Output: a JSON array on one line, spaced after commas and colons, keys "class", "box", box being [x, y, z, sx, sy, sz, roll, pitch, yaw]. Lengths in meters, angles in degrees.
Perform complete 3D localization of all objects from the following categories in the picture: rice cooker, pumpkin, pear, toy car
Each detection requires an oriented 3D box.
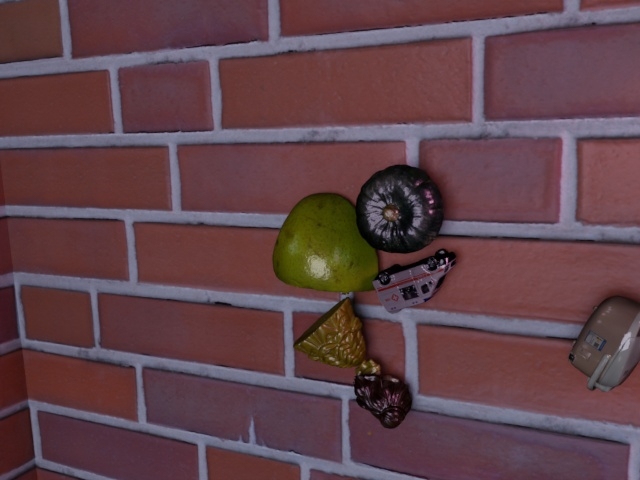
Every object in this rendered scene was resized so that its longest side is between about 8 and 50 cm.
[{"class": "rice cooker", "box": [0.601, 0.212, 1.446, 0.127, 0.145, 0.206, 38, 118, 29]}, {"class": "pumpkin", "box": [0.179, -0.068, 1.601, 0.212, 0.152, 0.211, 1, 91, 39]}, {"class": "pear", "box": [-0.005, -0.001, 1.723, 0.288, 0.139, 0.239, 9, 94, 31]}, {"class": "toy car", "box": [0.231, 0.096, 1.644, 0.210, 0.089, 0.108, -21, 90, 31]}]

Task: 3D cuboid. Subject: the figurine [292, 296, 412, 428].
[{"class": "figurine", "box": [0.103, 0.318, 1.738, 0.187, 0.168, 0.315, -42, 90, 0]}]
